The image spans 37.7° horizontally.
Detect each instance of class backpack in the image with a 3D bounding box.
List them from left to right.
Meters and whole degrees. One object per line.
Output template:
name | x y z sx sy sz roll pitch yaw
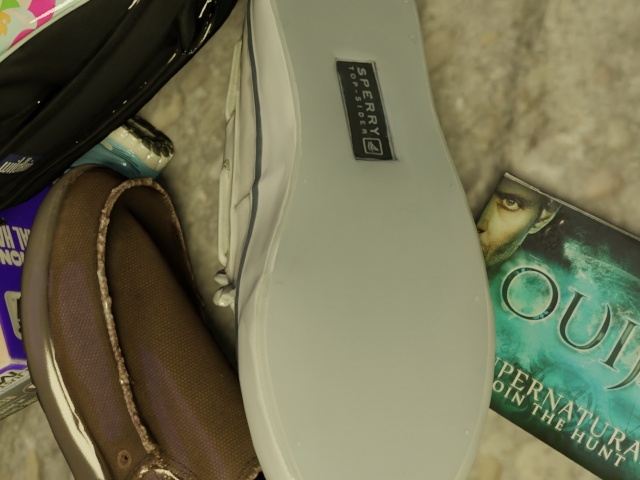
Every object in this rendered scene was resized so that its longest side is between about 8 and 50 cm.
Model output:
backpack | -0.174 -0.134 0.533 0.253 0.225 0.191 -31 92 15

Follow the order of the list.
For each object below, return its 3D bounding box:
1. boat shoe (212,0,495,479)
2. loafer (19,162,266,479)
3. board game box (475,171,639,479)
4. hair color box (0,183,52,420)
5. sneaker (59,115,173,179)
boat shoe | -0.008 -0.002 0.542 0.156 0.135 0.367 128 140 -56
loafer | -0.074 0.122 0.577 0.130 0.134 0.366 -17 86 20
board game box | 0.154 0.057 0.519 0.186 0.026 0.126 30 97 27
hair color box | -0.309 -0.023 0.719 0.185 0.110 0.339 -29 73 19
sneaker | -0.185 -0.080 0.689 0.162 0.063 0.073 38 103 26
